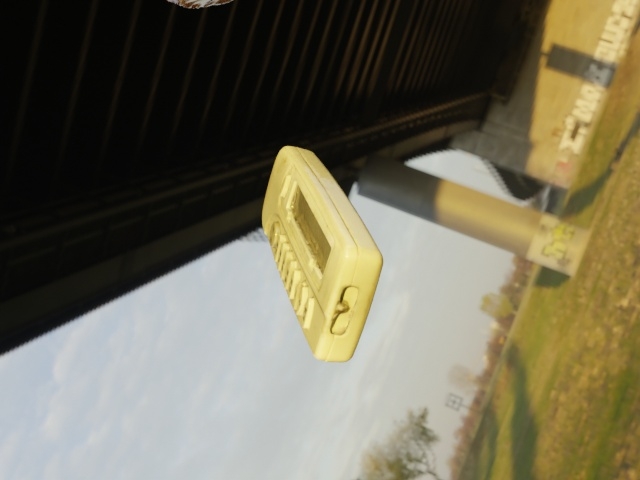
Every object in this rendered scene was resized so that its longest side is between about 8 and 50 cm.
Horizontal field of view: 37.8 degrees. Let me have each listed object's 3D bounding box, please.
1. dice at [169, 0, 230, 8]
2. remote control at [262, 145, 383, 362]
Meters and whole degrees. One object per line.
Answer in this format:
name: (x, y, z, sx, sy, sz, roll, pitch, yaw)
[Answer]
dice: (-0.076, -0.303, 0.760, 0.175, 0.179, 0.174, -26, 5, 12)
remote control: (-0.001, 0.000, 0.714, 0.230, 0.049, 0.090, -116, 40, -62)
